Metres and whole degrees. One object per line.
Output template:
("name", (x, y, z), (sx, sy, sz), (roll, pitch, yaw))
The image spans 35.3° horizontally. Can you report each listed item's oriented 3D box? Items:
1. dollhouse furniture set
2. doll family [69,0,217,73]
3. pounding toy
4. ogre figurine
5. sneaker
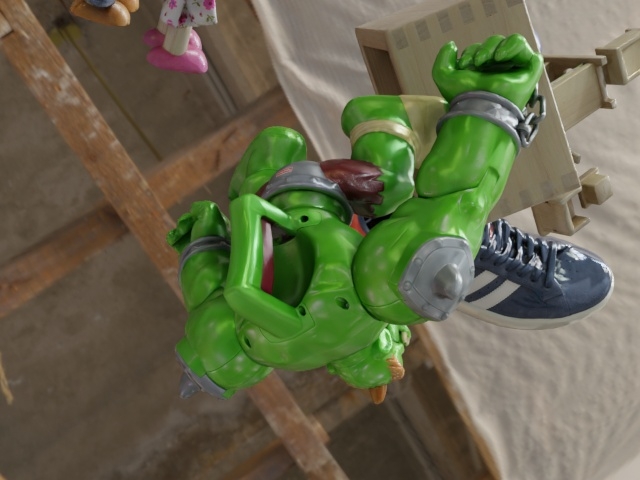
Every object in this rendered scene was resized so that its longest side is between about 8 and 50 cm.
("dollhouse furniture set", (0.273, -0.118, 1.086), (0.182, 0.101, 0.161), (-33, -64, -25))
("doll family", (-0.109, -0.217, 0.573), (0.118, 0.263, 0.163), (8, -61, -20))
("pounding toy", (0.094, -0.069, 0.565), (0.100, 0.130, 0.141), (-21, -76, -1))
("ogre figurine", (0.000, 0.000, 0.414), (0.197, 0.118, 0.097), (-9, -44, 21))
("sneaker", (0.187, 0.005, 1.204), (0.350, 0.131, 0.148), (9, -37, 2))
